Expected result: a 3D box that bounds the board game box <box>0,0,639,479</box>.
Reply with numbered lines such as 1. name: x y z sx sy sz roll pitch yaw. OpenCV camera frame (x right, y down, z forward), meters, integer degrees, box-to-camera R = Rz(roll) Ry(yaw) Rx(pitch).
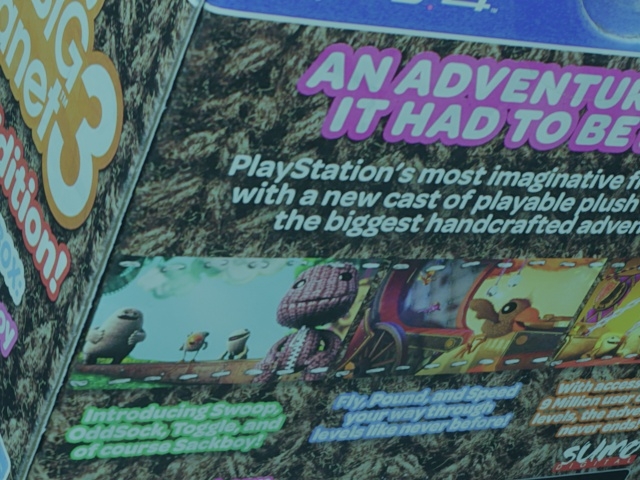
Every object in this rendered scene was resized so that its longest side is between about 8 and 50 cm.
1. board game box: 0.000 0.000 0.505 0.232 0.291 0.141 1 39 -34
